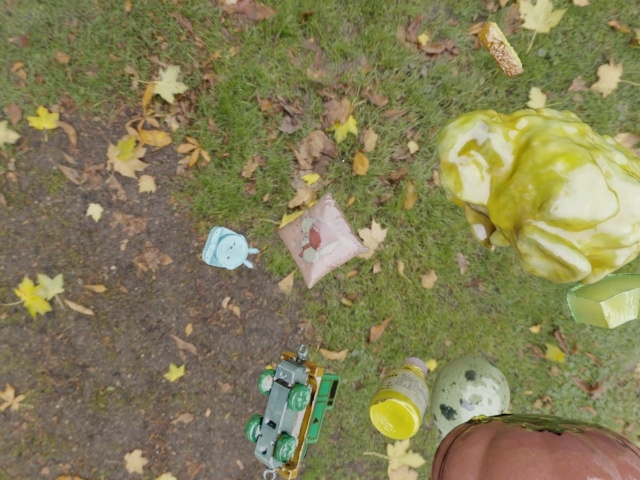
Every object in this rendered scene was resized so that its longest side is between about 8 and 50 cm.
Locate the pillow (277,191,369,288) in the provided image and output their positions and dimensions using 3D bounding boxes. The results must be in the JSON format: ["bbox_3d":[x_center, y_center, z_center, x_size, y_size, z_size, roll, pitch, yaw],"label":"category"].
[{"bbox_3d":[0.000,0.000,1.336,0.236,0.084,0.223,-34,75,21],"label":"pillow"}]

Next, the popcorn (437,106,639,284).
[{"bbox_3d":[0.373,-0.094,0.726,0.334,0.292,0.293,29,81,35],"label":"popcorn"}]

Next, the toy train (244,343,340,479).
[{"bbox_3d":[-0.080,0.548,1.409,0.178,0.249,0.428,11,84,42],"label":"toy train"}]

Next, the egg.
[{"bbox_3d":[0.361,0.394,1.083,0.177,0.177,0.228,29,100,-3],"label":"egg"}]

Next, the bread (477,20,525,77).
[{"bbox_3d":[0.570,-0.598,1.381,0.187,0.103,0.065,47,124,-9],"label":"bread"}]

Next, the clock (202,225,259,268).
[{"bbox_3d":[-0.244,0.029,1.214,0.147,0.045,0.108,20,88,-30],"label":"clock"}]

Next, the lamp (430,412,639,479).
[{"bbox_3d":[0.311,0.371,0.612,0.306,0.305,0.239,-1,76,3],"label":"lamp"}]

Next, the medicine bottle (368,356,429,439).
[{"bbox_3d":[0.207,0.372,1.080,0.122,0.212,0.121,9,112,23],"label":"medicine bottle"}]

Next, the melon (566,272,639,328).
[{"bbox_3d":[0.529,0.105,0.708,0.118,0.210,0.064,-27,114,-37],"label":"melon"}]
